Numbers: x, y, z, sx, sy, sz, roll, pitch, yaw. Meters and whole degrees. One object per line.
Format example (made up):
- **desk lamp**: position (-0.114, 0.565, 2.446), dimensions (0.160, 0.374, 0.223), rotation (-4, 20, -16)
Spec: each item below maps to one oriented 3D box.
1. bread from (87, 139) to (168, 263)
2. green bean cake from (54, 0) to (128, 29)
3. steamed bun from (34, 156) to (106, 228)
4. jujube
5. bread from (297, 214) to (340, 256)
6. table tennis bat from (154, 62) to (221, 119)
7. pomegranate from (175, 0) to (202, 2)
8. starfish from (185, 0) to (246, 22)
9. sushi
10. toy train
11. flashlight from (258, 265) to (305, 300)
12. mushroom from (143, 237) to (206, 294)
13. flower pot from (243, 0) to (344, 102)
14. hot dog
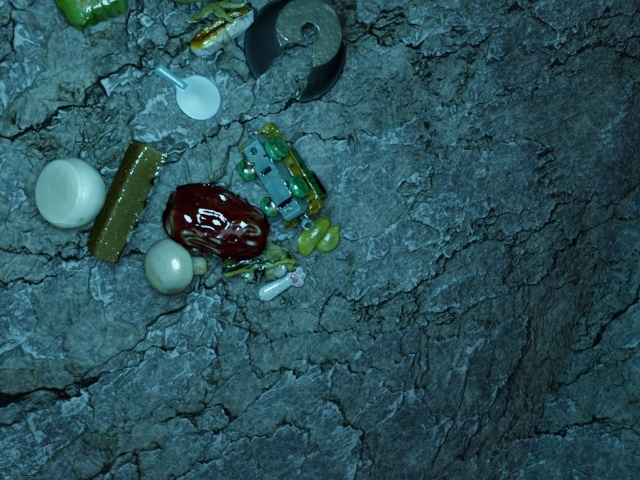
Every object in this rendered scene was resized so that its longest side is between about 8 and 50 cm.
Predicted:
- **bread**: position (-0.653, -0.130, 1.431), dimensions (0.113, 0.165, 0.416), rotation (24, 93, -38)
- **green bean cake**: position (-0.746, -0.810, 1.333), dimensions (0.223, 0.125, 0.247), rotation (-28, 102, -8)
- **steamed bun**: position (-0.802, -0.152, 1.392), dimensions (0.232, 0.145, 0.231), rotation (0, 89, 21)
- **jujube**: position (-0.362, -0.066, 1.473), dimensions (0.378, 0.258, 0.257), rotation (12, 95, -7)
- **bread**: position (0.000, 0.000, 1.692), dimensions (0.188, 0.065, 0.149), rotation (-44, 112, -7)
- **table tennis bat**: position (-0.467, -0.530, 1.495), dimensions (0.244, 0.040, 0.152), rotation (34, 88, -21)
- **pomegranate**: position (-0.403, -0.918, 1.275), dimensions (0.413, 0.411, 0.410), rotation (-2, 99, -15)
- **starfish**: position (-0.352, -0.783, 1.441), dimensions (0.209, 0.175, 0.053), rotation (-3, 134, 8)
- **sushi**: position (-0.232, 0.080, 1.620), dimensions (0.292, 0.139, 0.130), rotation (-7, 120, -13)
- **toy train**: position (-0.126, -0.234, 1.535), dimensions (0.178, 0.249, 0.428), rotation (-31, 90, 29)
- **flashlight**: position (-0.153, 0.174, 1.683), dimensions (0.201, 0.047, 0.093), rotation (-30, 105, -10)
- **mushroom**: position (-0.515, 0.082, 1.505), dimensions (0.209, 0.206, 0.206), rotation (-32, 106, -28)
- **flower pot**: position (-0.061, -0.696, 1.473), dimensions (0.380, 0.251, 0.378), rotation (-2, 97, -14)
- **hot dog**: position (-0.335, -0.717, 1.453), dimensions (0.253, 0.131, 0.069), rotation (-36, 135, -5)
